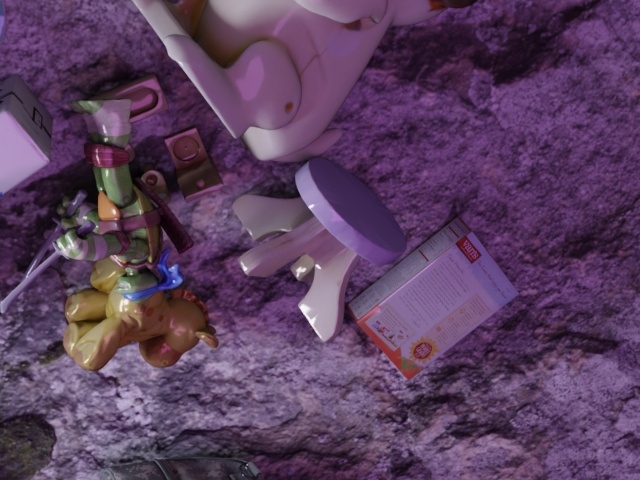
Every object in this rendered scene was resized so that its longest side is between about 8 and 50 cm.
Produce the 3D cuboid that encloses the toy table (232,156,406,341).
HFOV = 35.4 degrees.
[{"bbox_3d":[0.000,0.000,1.441,0.161,0.252,0.274,-39,151,15],"label":"toy table"}]

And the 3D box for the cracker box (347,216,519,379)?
[{"bbox_3d":[0.182,0.094,1.618,0.232,0.067,0.156,-38,119,4],"label":"cracker box"}]

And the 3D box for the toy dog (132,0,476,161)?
[{"bbox_3d":[0.017,-0.300,1.280,0.408,0.284,0.395,-38,125,2],"label":"toy dog"}]

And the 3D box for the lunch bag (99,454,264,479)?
[{"bbox_3d":[-0.225,0.503,1.608,0.256,0.212,0.305,-2,118,-33],"label":"lunch bag"}]

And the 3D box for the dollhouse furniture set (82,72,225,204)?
[{"bbox_3d":[-0.232,-0.130,1.368,0.144,0.123,0.151,-23,117,-5],"label":"dollhouse furniture set"}]

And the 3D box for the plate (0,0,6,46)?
[{"bbox_3d":[-0.483,-0.276,1.253,0.188,0.024,0.188,-26,127,-39],"label":"plate"}]

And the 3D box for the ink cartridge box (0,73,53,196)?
[{"bbox_3d":[-0.425,-0.119,1.276,0.148,0.203,0.086,-35,116,1],"label":"ink cartridge box"}]

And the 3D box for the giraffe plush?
[{"bbox_3d":[-0.246,0.114,1.457,0.210,0.181,0.170,-38,131,23],"label":"giraffe plush"}]

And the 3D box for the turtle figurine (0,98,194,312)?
[{"bbox_3d":[-0.314,-0.045,1.283,0.275,0.198,0.266,0,97,14],"label":"turtle figurine"}]
